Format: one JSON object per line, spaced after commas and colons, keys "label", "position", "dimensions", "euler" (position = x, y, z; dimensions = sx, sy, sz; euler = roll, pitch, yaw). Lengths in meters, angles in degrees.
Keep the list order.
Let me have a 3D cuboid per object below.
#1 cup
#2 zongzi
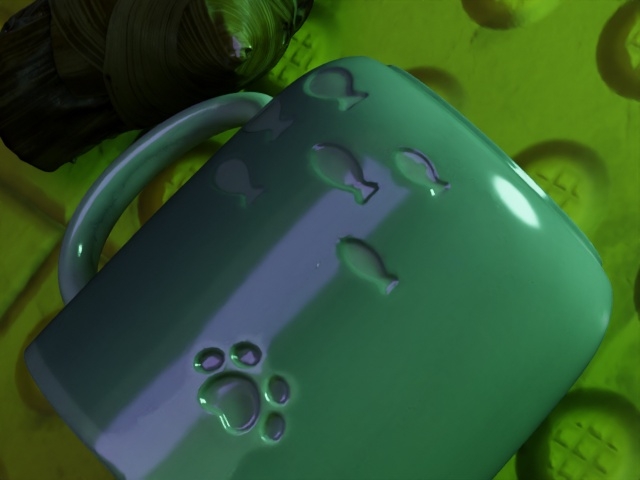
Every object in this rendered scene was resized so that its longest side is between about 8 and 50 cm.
{"label": "cup", "position": [-0.016, 0.028, 1.122], "dimensions": [0.274, 0.259, 0.357], "euler": [-46, 50, 0]}
{"label": "zongzi", "position": [-0.133, -0.121, 1.284], "dimensions": [0.286, 0.134, 0.288], "euler": [-32, 22, 18]}
